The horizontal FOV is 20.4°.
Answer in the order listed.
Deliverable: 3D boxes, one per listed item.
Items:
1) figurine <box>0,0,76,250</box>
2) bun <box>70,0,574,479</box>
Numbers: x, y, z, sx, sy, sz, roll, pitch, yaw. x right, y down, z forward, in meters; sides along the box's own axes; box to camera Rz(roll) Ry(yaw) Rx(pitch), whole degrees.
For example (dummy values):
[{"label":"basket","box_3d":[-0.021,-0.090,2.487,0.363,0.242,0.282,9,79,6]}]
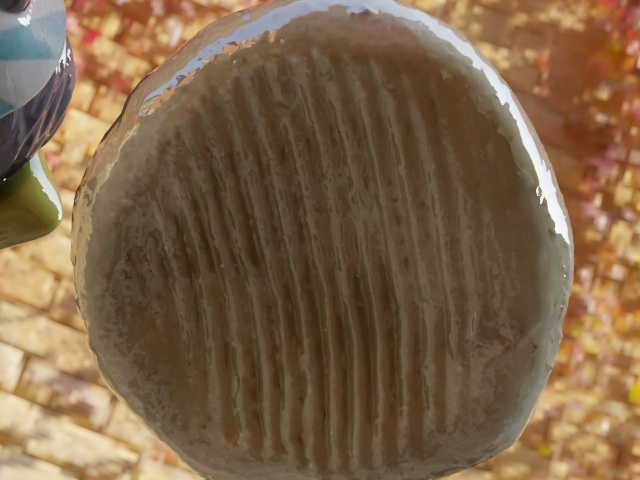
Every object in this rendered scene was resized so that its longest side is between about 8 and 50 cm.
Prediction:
[{"label":"figurine","box_3d":[-0.355,-0.149,1.268,0.266,0.361,0.378,42,-33,26]},{"label":"bun","box_3d":[0.000,0.000,0.783,0.231,0.133,0.231,1,-73,2]}]
